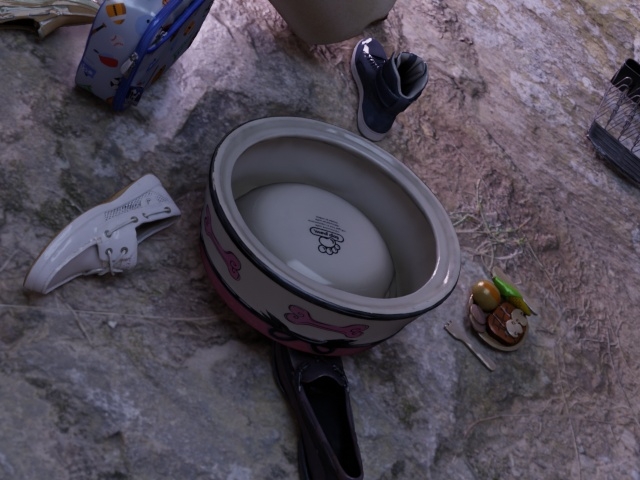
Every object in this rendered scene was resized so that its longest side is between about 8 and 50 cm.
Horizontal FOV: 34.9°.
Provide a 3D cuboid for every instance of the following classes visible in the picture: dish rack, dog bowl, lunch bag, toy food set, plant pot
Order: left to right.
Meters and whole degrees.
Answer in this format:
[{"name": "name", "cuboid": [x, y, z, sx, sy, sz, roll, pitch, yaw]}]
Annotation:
[{"name": "lunch bag", "cuboid": [-0.259, -0.353, 1.603, 0.115, 0.243, 0.303, 35, 49, -6]}, {"name": "plant pot", "cuboid": [-0.011, -0.525, 1.776, 0.305, 0.334, 0.333, 55, 37, -43]}, {"name": "dog bowl", "cuboid": [0.000, 0.000, 1.544, 0.408, 0.150, 0.407, 19, 40, -17]}, {"name": "toy food set", "cuboid": [0.309, 0.128, 1.756, 0.132, 0.038, 0.192, 45, 50, 2]}, {"name": "dish rack", "cuboid": [0.681, -0.244, 2.177, 0.208, 0.074, 0.271, 38, 50, -3]}]

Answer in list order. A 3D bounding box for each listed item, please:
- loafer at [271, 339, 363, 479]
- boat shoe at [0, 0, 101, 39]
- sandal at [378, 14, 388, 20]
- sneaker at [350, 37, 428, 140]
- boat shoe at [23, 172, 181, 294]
[{"name": "loafer", "cuboid": [0.007, 0.231, 1.484, 0.109, 0.095, 0.302, 1, 61, -28]}, {"name": "boat shoe", "cuboid": [-0.445, -0.352, 1.623, 0.190, 0.068, 0.072, -2, 74, -19]}, {"name": "sandal", "cuboid": [0.076, -0.530, 2.021, 0.090, 0.060, 0.219, -5, 64, -31]}, {"name": "sneaker", "cuboid": [0.127, -0.315, 1.852, 0.086, 0.163, 0.226, 10, 56, -22]}, {"name": "boat shoe", "cuboid": [-0.299, 0.002, 1.453, 0.096, 0.098, 0.277, 44, 49, 3]}]
